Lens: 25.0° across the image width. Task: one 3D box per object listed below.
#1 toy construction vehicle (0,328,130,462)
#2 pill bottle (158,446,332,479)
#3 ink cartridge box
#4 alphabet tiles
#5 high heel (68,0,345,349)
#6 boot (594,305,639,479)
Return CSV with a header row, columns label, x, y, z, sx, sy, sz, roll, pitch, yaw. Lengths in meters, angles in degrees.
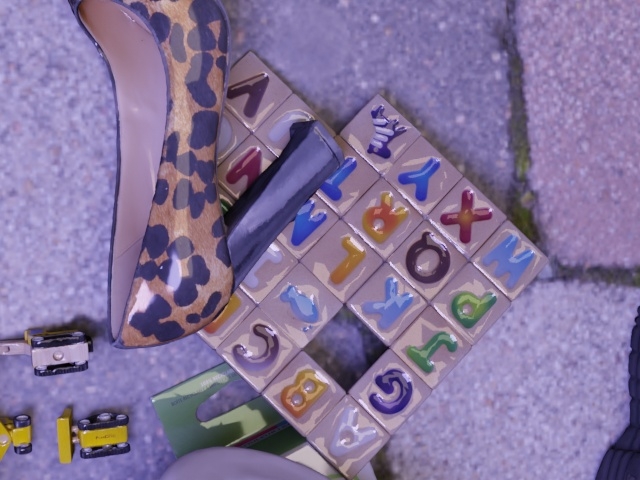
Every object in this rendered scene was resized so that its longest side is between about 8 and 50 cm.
label,x,y,z,sx,sy,sz,roll,pitch,yaw
toy construction vehicle,-0.172,0.097,0.900,0.098,0.035,0.085,-8,107,-14
pill bottle,-0.080,0.292,0.831,0.176,0.176,0.318,24,109,-18
ink cartridge box,-0.017,0.177,0.935,0.109,0.062,0.209,-25,100,-13
alphabet tiles,0.000,0.000,0.921,0.237,0.009,0.198,44,76,-1
high heel,-0.127,-0.071,0.849,0.261,0.093,0.186,46,70,-12
boot,0.331,0.123,1.028,0.223,0.118,0.338,15,100,-21
